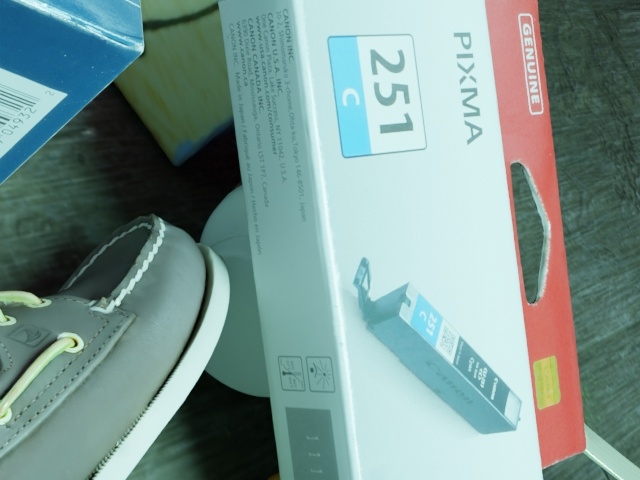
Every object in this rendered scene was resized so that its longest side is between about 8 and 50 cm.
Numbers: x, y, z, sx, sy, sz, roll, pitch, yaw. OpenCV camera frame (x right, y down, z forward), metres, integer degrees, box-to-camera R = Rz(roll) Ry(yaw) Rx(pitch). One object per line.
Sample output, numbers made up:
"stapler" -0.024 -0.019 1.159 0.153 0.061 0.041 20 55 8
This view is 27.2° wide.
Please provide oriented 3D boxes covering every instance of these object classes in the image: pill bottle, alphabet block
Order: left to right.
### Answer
"alphabet block" -0.048 -0.198 0.849 0.197 0.192 0.193 53 32 -3
"pill bottle" 0.000 0.000 0.807 0.121 0.121 0.216 51 35 -8

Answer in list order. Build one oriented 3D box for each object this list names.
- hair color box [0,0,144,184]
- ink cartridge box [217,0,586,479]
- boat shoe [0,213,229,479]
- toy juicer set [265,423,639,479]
"hair color box" -0.192 -0.202 0.685 0.105 0.174 0.347 21 47 -39
"ink cartridge box" 0.078 0.005 0.723 0.261 0.066 0.296 -10 94 -43
"boat shoe" -0.138 0.081 0.580 0.097 0.116 0.324 47 40 -17
"toy juicer set" 0.079 0.171 0.806 0.329 0.089 0.209 -21 67 -47
